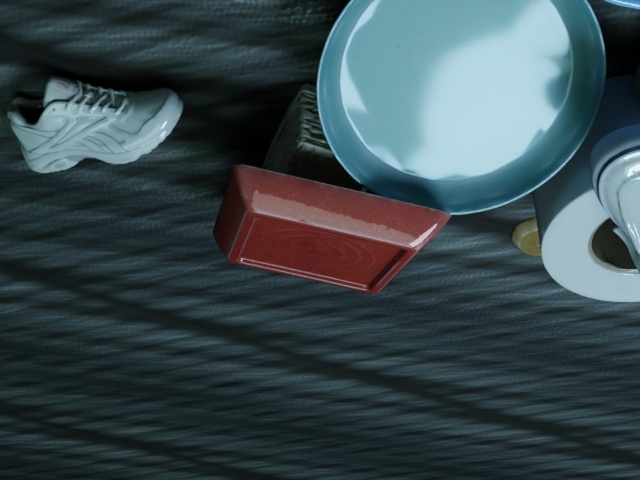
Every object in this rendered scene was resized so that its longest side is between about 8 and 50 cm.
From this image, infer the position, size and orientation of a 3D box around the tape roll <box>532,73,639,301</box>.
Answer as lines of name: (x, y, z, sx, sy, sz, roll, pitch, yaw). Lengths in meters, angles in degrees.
tape roll: (0.387, -0.061, 1.244, 0.246, 0.169, 0.246, 1, 141, 1)

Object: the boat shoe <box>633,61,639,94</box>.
boat shoe: (0.517, -0.188, 1.128, 0.302, 0.113, 0.103, 5, 146, -2)

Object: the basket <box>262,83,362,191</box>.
basket: (-0.002, -0.096, 1.271, 0.113, 0.103, 0.167, 15, 140, -14)

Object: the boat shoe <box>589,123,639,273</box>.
boat shoe: (0.413, 0.027, 1.094, 0.136, 0.156, 0.367, -24, 134, 28)

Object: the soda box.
soda box: (0.113, -0.122, 1.211, 0.074, 0.069, 0.216, 9, 120, -8)

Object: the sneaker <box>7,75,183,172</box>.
sneaker: (-0.284, -0.154, 1.230, 0.232, 0.090, 0.115, -12, 135, 15)

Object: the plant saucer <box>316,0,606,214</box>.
plant saucer: (0.153, -0.176, 1.115, 0.318, 0.043, 0.317, -1, 120, -2)

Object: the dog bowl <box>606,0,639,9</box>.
dog bowl: (0.391, -0.303, 1.026, 0.297, 0.074, 0.166, 9, 140, -7)

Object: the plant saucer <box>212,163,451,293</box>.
plant saucer: (0.000, 0.000, 1.249, 0.259, 0.047, 0.258, 12, 160, -8)

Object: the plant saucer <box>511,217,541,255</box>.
plant saucer: (0.316, -0.002, 1.440, 0.083, 0.015, 0.083, 1, 141, 1)
